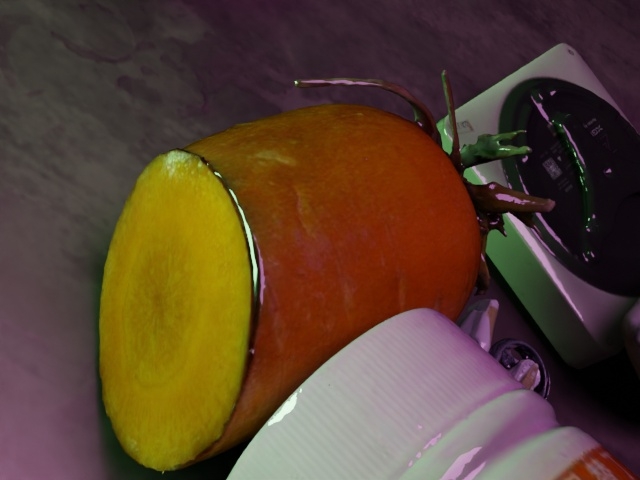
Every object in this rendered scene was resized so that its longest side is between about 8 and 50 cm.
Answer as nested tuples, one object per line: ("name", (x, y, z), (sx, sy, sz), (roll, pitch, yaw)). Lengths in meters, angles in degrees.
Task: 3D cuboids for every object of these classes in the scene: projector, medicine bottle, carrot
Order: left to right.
("carrot", (0.000, 0.000, 0.716), (0.331, 0.193, 0.214), (-16, 93, -39))
("medicine bottle", (0.112, 0.208, 0.582), (0.316, 0.202, 0.202), (41, 44, 24))
("projector", (0.246, -0.047, 0.991), (0.257, 0.079, 0.259), (-35, 88, -43))

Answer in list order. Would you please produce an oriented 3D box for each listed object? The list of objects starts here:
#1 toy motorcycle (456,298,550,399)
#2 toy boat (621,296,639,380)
("toy motorcycle", (0.098, 0.143, 0.788), (0.151, 0.074, 0.228), (42, 58, -15))
("toy boat", (0.379, 0.064, 0.973), (0.293, 0.111, 0.276), (-46, 130, -19))
